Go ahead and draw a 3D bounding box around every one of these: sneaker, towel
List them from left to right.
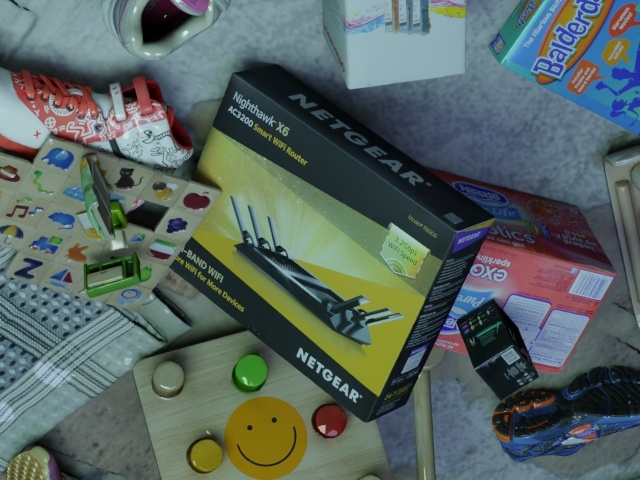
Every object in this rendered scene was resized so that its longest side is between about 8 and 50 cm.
[{"bbox_3d":[-0.351,0.101,1.946,0.324,0.056,0.312,-38,124,11],"label":"towel"},{"bbox_3d":[-0.317,0.290,2.068,0.084,0.069,0.185,-34,152,-35],"label":"sneaker"},{"bbox_3d":[-0.248,-0.136,1.788,0.145,0.090,0.270,-36,129,15],"label":"sneaker"},{"bbox_3d":[-0.116,-0.270,1.717,0.103,0.111,0.252,25,114,-27],"label":"sneaker"},{"bbox_3d":[0.321,0.221,2.190,0.221,0.083,0.087,-10,139,-1],"label":"sneaker"}]

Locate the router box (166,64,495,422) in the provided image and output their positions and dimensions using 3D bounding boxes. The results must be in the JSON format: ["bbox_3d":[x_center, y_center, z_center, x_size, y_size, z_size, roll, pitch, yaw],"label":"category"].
[{"bbox_3d":[0.000,0.000,1.824,0.081,0.309,0.243,-18,137,-52],"label":"router box"}]

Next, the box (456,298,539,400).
[{"bbox_3d":[0.190,0.117,1.896,0.052,0.083,0.062,-33,125,11],"label":"box"}]

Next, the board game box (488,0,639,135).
[{"bbox_3d":[0.312,-0.221,1.896,0.210,0.047,0.160,23,116,-25],"label":"board game box"}]

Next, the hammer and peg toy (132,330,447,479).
[{"bbox_3d":[-0.007,0.217,1.985,0.361,0.266,0.127,-14,169,-10],"label":"hammer and peg toy"}]

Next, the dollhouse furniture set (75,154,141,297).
[{"bbox_3d":[-0.232,-0.011,1.783,0.058,0.076,0.152,-14,137,5],"label":"dollhouse furniture set"}]

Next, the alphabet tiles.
[{"bbox_3d":[-0.253,-0.018,1.833,0.237,0.009,0.198,18,129,-27],"label":"alphabet tiles"}]

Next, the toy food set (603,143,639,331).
[{"bbox_3d":[0.465,-0.009,2.051,0.219,0.092,0.306,-19,126,-1],"label":"toy food set"}]

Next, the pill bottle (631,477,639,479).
[{"bbox_3d":[0.451,0.506,2.325,0.210,0.210,0.363,-5,125,-10],"label":"pill bottle"}]

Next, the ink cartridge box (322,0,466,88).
[{"bbox_3d":[0.072,-0.261,1.760,0.127,0.128,0.176,-8,126,-9],"label":"ink cartridge box"}]

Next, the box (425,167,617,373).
[{"bbox_3d":[0.154,0.027,1.967,0.300,0.142,0.154,13,119,-21],"label":"box"}]
